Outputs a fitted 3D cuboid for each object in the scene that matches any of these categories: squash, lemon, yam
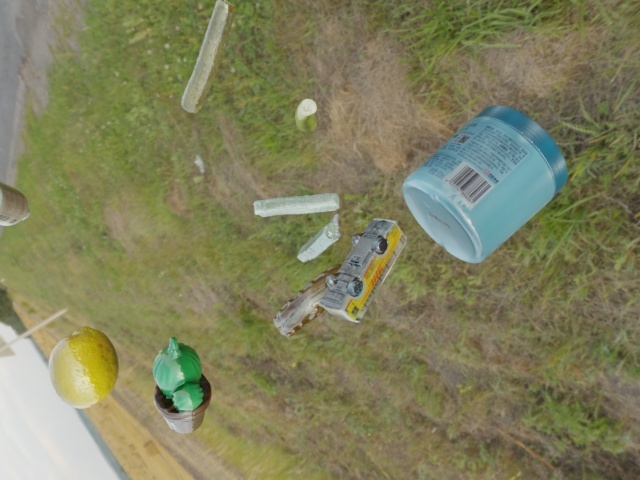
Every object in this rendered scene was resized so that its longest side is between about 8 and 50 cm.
[{"bbox_3d":[-0.053,-0.461,1.987,0.083,0.083,0.250,54,177,2],"label":"squash"},{"bbox_3d":[-0.625,0.335,1.415,0.170,0.170,0.207,-15,89,60],"label":"lemon"},{"bbox_3d":[-0.353,-0.575,1.688,0.083,0.083,0.371,45,125,19],"label":"yam"}]

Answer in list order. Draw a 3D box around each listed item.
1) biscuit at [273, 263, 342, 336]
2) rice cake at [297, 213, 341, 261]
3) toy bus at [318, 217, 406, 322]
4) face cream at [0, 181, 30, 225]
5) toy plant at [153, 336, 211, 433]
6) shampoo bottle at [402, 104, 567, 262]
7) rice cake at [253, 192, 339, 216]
[{"bbox_3d":[-0.024,0.211,1.875,0.103,0.332,0.332,50,151,7],"label":"biscuit"},{"bbox_3d":[-0.001,0.003,1.478,0.051,0.081,0.290,27,159,-9],"label":"rice cake"},{"bbox_3d":[0.105,0.071,1.280,0.092,0.268,0.106,11,151,47],"label":"toy bus"},{"bbox_3d":[-0.780,-0.087,1.314,0.101,0.101,0.252,56,171,0],"label":"face cream"},{"bbox_3d":[-0.258,0.272,0.993,0.143,0.105,0.200,-130,32,-48],"label":"toy plant"},{"bbox_3d":[0.465,-0.158,1.558,0.331,0.343,0.331,48,172,9],"label":"shampoo bottle"},{"bbox_3d":[-0.047,-0.069,1.050,0.029,0.171,0.033,82,-175,-66],"label":"rice cake"}]
